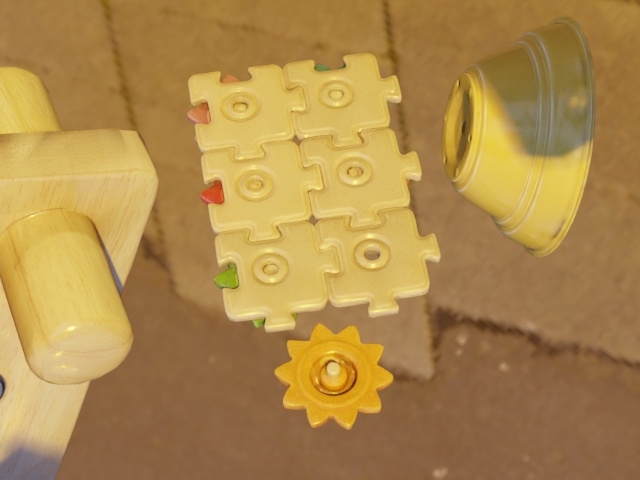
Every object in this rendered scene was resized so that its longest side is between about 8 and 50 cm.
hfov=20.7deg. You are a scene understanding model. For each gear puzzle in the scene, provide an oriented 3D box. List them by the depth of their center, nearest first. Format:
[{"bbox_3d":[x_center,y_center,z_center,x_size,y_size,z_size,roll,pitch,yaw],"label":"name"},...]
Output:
[{"bbox_3d":[0.000,0.000,1.375,0.175,0.339,0.044,-8,147,-5],"label":"gear puzzle"}]

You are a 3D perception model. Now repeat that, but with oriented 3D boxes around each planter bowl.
[{"bbox_3d":[0.164,-0.097,1.565,0.090,0.217,0.217,5,142,-12],"label":"planter bowl"}]

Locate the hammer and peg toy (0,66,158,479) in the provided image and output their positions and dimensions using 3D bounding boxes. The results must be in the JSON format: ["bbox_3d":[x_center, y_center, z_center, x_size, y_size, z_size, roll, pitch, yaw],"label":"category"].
[{"bbox_3d":[-0.182,0.024,0.602,0.127,0.266,0.361,66,146,33],"label":"hammer and peg toy"}]
